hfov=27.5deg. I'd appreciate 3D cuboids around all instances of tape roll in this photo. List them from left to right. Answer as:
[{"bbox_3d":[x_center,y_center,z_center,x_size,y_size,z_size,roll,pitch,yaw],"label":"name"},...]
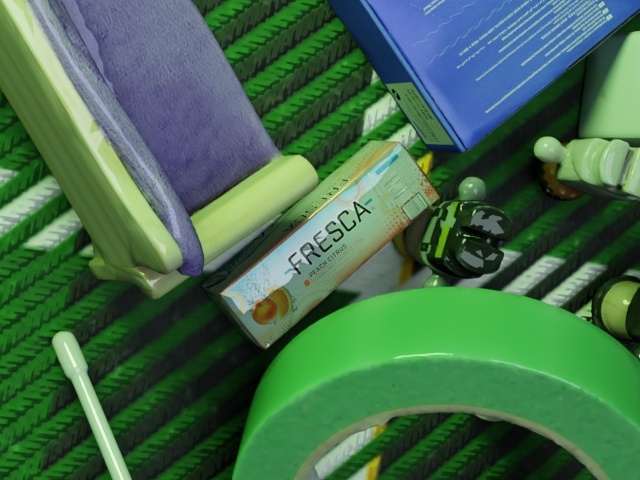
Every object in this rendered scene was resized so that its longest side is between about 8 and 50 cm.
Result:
[{"bbox_3d":[0.098,0.182,0.944,0.321,0.077,0.321,4,127,6],"label":"tape roll"}]

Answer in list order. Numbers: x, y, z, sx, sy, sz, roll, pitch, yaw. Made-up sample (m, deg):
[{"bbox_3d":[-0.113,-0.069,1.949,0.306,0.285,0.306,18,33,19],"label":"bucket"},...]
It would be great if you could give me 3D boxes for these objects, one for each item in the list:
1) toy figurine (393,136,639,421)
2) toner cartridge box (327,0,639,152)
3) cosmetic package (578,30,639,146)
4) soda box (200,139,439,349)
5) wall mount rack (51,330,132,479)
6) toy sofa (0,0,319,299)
[{"bbox_3d":[0.183,0.030,1.027,0.213,0.148,0.209,-29,98,-12],"label":"toy figurine"},{"bbox_3d":[0.184,-0.237,1.032,0.348,0.075,0.165,-38,107,-12],"label":"toner cartridge box"},{"bbox_3d":[0.440,-0.099,1.023,0.377,0.284,0.097,6,94,-19],"label":"cosmetic package"},{"bbox_3d":[0.000,0.000,0.997,0.183,0.063,0.058,-40,106,-12],"label":"soda box"},{"bbox_3d":[-0.218,0.251,0.918,0.350,0.130,0.304,-22,105,-16],"label":"wall mount rack"},{"bbox_3d":[-0.149,-0.151,0.860,0.150,0.177,0.362,-36,106,-23],"label":"toy sofa"}]
